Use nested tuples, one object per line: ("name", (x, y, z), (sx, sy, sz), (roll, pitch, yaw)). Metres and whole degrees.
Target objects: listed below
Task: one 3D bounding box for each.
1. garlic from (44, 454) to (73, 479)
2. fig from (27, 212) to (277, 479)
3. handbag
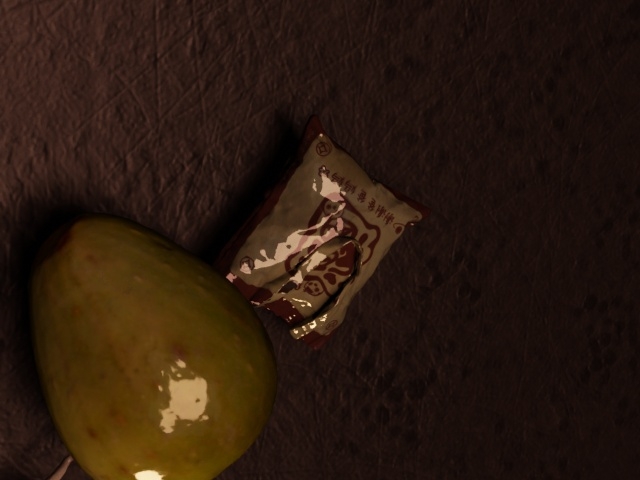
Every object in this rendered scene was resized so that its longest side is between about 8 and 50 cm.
("garlic", (-0.263, 0.447, 1.786), (0.246, 0.231, 0.340), (-31, 123, -17))
("fig", (-0.196, 0.118, 1.719), (0.258, 0.258, 0.326), (-33, 106, -19))
("handbag", (0.000, 0.000, 1.875), (0.213, 0.127, 0.235), (36, 86, -35))
